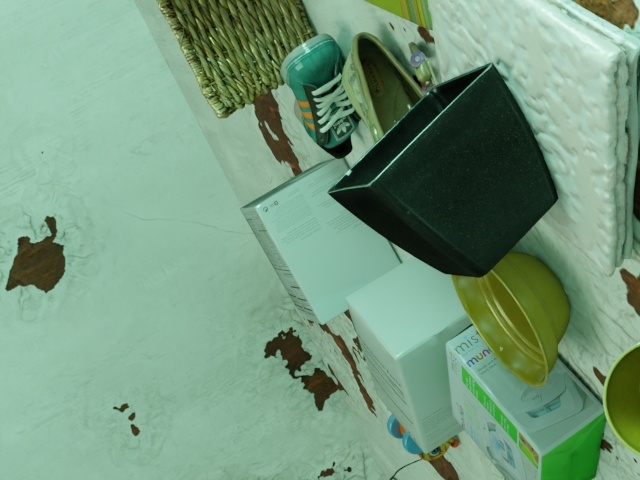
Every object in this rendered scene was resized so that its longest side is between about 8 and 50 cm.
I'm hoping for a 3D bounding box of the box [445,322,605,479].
[{"bbox_3d":[0.314,0.264,1.603,0.231,0.126,0.262,50,166,32],"label":"box"}]

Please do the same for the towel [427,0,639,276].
[{"bbox_3d":[0.224,-0.159,1.115,0.317,0.053,0.332,49,165,38],"label":"towel"}]

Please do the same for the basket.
[{"bbox_3d":[-0.169,-0.384,1.771,0.299,0.223,0.213,62,168,-16],"label":"basket"}]

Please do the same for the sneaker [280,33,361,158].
[{"bbox_3d":[0.015,-0.229,1.695,0.121,0.108,0.302,55,176,16],"label":"sneaker"}]

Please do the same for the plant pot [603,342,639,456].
[{"bbox_3d":[0.381,0.167,1.129,0.134,0.134,0.095,57,-163,10],"label":"plant pot"}]

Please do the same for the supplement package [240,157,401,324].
[{"bbox_3d":[0.000,0.000,2.060,0.263,0.199,0.198,61,168,-7],"label":"supplement package"}]

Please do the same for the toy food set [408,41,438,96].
[{"bbox_3d":[0.132,-0.212,1.346,0.122,0.019,0.078,-101,-12,-72],"label":"toy food set"}]

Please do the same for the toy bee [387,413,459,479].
[{"bbox_3d":[0.233,0.425,2.341,0.195,0.162,0.298,-121,33,-43],"label":"toy bee"}]

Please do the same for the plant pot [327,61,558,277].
[{"bbox_3d":[0.148,-0.062,1.150,0.167,0.187,0.188,46,171,-8],"label":"plant pot"}]

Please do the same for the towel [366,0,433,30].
[{"bbox_3d":[0.089,-0.338,1.320,0.237,0.021,0.102,43,155,56],"label":"towel"}]

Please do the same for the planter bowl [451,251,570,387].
[{"bbox_3d":[0.273,0.084,1.405,0.217,0.090,0.217,56,167,19],"label":"planter bowl"}]

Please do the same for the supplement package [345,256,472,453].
[{"bbox_3d":[0.186,0.197,1.829,0.175,0.177,0.293,49,164,43],"label":"supplement package"}]

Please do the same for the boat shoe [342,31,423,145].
[{"bbox_3d":[0.114,-0.159,1.437,0.285,0.104,0.089,56,171,17],"label":"boat shoe"}]
